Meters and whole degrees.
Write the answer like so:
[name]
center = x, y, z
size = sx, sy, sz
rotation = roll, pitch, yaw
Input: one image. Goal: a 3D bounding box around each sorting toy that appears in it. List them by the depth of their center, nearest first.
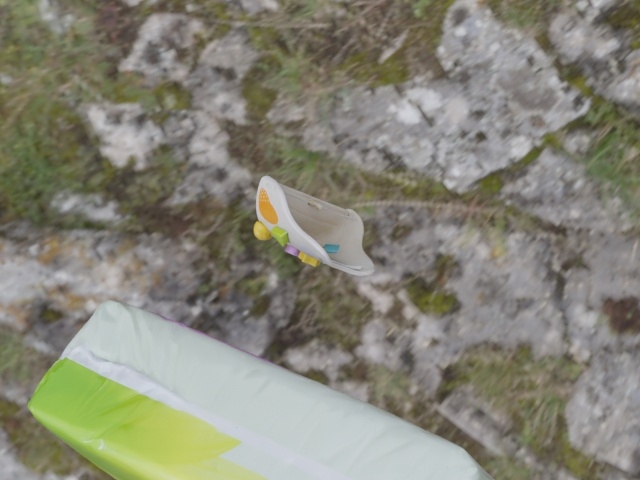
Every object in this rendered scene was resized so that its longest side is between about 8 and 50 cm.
[sorting toy]
center = 0.000, 0.000, 0.970
size = 0.075, 0.083, 0.045
rotation = 40, 105, 47

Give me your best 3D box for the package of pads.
[package of pads]
center = -0.003, 0.160, 0.883
size = 0.296, 0.229, 0.101
rotation = 20, 71, 35
